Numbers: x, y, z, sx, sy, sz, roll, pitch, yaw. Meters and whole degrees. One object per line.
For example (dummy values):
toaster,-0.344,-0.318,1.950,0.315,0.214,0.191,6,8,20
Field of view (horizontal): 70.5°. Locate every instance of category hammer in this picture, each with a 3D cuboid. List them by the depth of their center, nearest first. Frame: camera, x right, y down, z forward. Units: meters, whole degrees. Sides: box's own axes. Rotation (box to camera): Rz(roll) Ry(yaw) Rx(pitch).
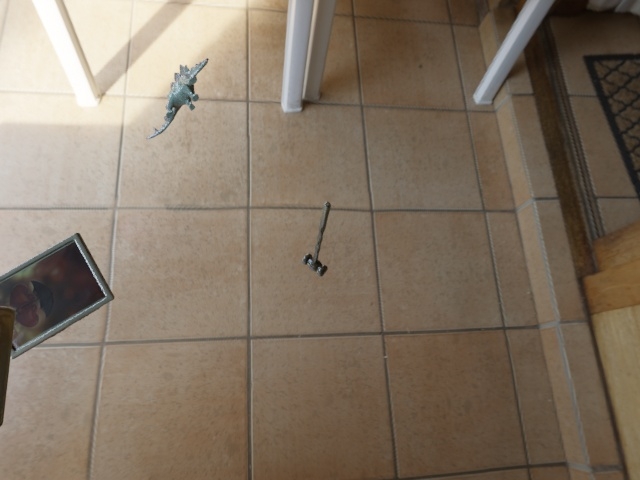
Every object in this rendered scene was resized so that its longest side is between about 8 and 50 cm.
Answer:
hammer,0.000,0.000,0.897,0.058,0.292,0.029,35,67,10

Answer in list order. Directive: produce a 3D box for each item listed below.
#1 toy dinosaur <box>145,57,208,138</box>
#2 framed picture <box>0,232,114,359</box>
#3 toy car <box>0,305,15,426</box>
toy dinosaur,-0.265,-0.260,0.838,0.039,0.209,0.082,18,41,-42
framed picture,-0.716,0.141,1.185,0.290,0.020,0.211,-31,84,-7
toy car,-0.603,0.168,0.579,0.336,0.226,0.242,-11,74,26
